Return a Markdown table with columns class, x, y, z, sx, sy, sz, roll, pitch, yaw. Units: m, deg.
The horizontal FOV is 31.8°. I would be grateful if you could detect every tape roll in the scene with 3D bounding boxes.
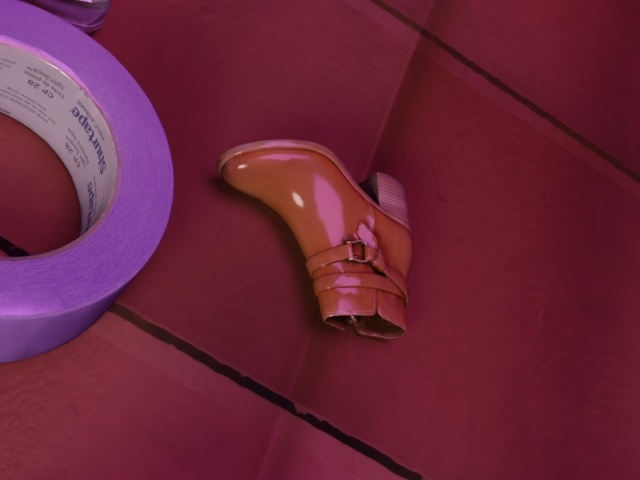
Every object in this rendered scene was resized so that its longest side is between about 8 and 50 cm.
| class | x | y | z | sx | sy | sz | roll | pitch | yaw |
| --- | --- | --- | --- | --- | --- | --- | --- | --- | --- |
| tape roll | -0.252 | -0.051 | 0.839 | 0.275 | 0.090 | 0.275 | 15 | 56 | -24 |

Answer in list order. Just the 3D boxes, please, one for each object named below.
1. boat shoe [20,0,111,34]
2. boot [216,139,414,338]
| class | x | y | z | sx | sy | sz | roll | pitch | yaw |
| --- | --- | --- | --- | --- | --- | --- | --- | --- | --- |
| boat shoe | -0.264 | -0.239 | 0.960 | 0.184 | 0.063 | 0.066 | 30 | 51 | -15 |
| boot | 0.000 | 0.000 | 0.985 | 0.197 | 0.073 | 0.152 | 13 | 61 | -23 |
